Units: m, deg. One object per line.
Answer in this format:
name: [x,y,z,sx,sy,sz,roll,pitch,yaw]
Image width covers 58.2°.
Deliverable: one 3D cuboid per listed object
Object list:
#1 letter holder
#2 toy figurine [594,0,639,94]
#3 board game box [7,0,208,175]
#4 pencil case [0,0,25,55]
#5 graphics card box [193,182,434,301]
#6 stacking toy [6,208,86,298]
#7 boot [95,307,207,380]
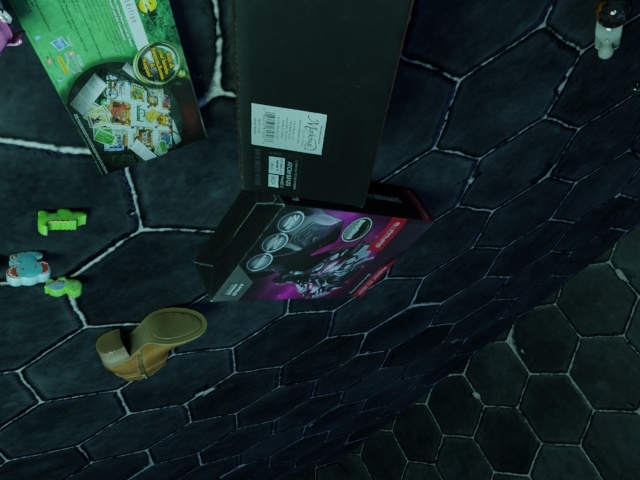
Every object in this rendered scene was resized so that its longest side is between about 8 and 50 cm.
letter holder: [0.002,-0.219,0.621,0.152,0.214,0.301,8,145,0]
toy figurine: [0.519,-0.316,0.829,0.213,0.209,0.148,-36,167,19]
board game box: [-0.206,-0.179,0.593,0.136,0.030,0.259,-20,150,-12]
pencil case: [-0.297,-0.214,0.395,0.098,0.095,0.209,-5,147,-1]
graphics card box: [0.000,0.000,0.988,0.371,0.094,0.233,5,136,-44]
stacking toy: [-0.413,0.043,0.732,0.221,0.052,0.167,-11,146,-31]
boot: [-0.296,0.196,1.058,0.197,0.073,0.152,-12,147,-6]
